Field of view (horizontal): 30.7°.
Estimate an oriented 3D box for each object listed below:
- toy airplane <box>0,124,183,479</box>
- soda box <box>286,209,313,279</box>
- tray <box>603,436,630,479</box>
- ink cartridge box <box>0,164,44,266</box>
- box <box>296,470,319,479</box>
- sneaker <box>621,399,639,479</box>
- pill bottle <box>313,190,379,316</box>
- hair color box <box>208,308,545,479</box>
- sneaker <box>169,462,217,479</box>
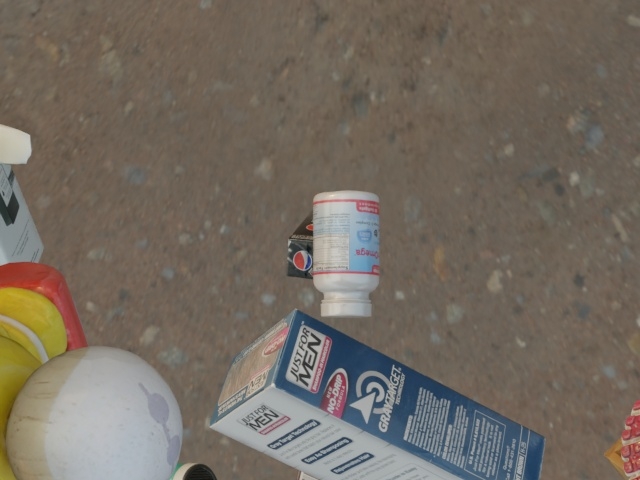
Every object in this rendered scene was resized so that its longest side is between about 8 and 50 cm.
[{"bbox_3d":[-0.205,0.115,0.565,0.272,0.384,0.386,-10,151,10],"label":"toy airplane"},{"bbox_3d":[0.000,0.000,1.642,0.053,0.169,0.060,8,110,13],"label":"soda box"},{"bbox_3d":[0.594,0.207,1.562,0.411,0.203,0.076,-41,107,-4],"label":"tray"},{"bbox_3d":[-0.412,-0.037,1.276,0.153,0.087,0.208,-1,134,10],"label":"ink cartridge box"},{"bbox_3d":[0.076,0.318,1.718,0.167,0.203,0.168,19,120,13],"label":"box"},{"bbox_3d":[0.432,0.315,1.393,0.120,0.299,0.112,-8,158,28],"label":"sneaker"},{"bbox_3d":[0.034,0.019,1.516,0.087,0.087,0.160,0,84,1],"label":"pill bottle"},{"bbox_3d":[0.067,0.222,1.349,0.347,0.105,0.174,28,145,-16],"label":"hair color box"},{"bbox_3d":[-0.235,0.487,1.866,0.178,0.124,0.296,-1,107,37],"label":"sneaker"}]
